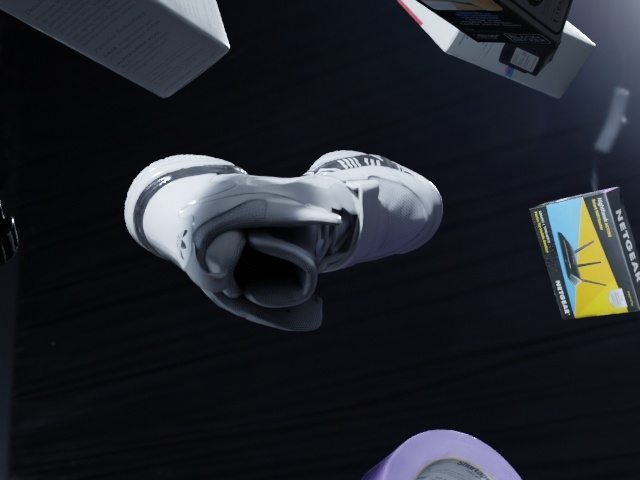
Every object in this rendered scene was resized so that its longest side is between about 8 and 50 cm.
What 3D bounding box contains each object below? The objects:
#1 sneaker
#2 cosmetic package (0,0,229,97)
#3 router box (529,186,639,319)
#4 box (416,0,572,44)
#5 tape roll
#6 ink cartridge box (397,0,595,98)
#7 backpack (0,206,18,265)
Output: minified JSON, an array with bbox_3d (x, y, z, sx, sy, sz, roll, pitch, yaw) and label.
[{"bbox_3d":[0.000,0.000,1.015,0.366,0.210,0.137,0,113,-27],"label":"sneaker"},{"bbox_3d":[-0.181,-0.214,0.770,0.231,0.085,0.117,24,40,-50],"label":"cosmetic package"},{"bbox_3d":[0.397,0.021,1.458,0.046,0.133,0.179,-22,95,-44],"label":"router box"},{"bbox_3d":[0.089,-0.275,0.720,0.290,0.087,0.169,19,87,-44],"label":"box"},{"bbox_3d":[0.125,0.293,0.995,0.189,0.080,0.189,16,50,-21],"label":"tape roll"},{"bbox_3d":[0.190,-0.235,1.070,0.175,0.072,0.127,14,30,-33],"label":"ink cartridge box"},{"bbox_3d":[-0.308,-0.115,0.573,0.213,0.263,0.276,-8,109,-27],"label":"backpack"}]
